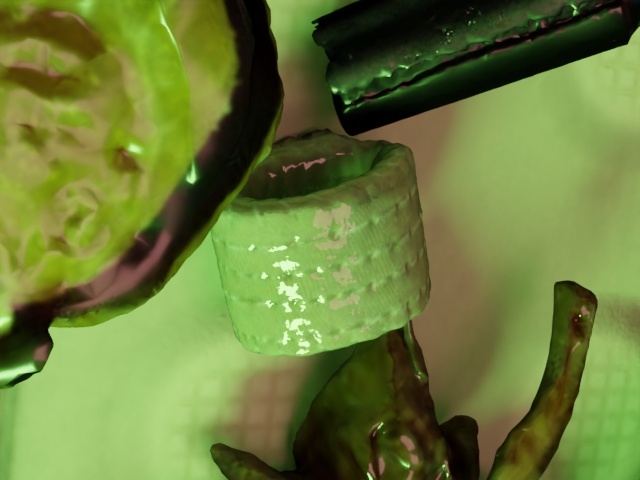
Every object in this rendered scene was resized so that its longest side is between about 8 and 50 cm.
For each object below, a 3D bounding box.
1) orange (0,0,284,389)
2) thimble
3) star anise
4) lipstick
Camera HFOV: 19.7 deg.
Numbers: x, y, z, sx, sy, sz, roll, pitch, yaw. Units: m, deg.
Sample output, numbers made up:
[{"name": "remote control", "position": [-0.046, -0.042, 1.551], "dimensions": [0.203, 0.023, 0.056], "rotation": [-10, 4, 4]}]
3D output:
[{"name": "orange", "position": [-0.207, -0.070, 0.767], "dimensions": [0.368, 0.210, 0.271], "rotation": [-29, 113, -17]}, {"name": "thimble", "position": [0.000, 0.000, 0.964], "dimensions": [0.115, 0.102, 0.090], "rotation": [-36, 122, -49]}, {"name": "star anise", "position": [0.032, 0.187, 1.028], "dimensions": [0.349, 0.109, 0.292], "rotation": [-25, 122, -20]}, {"name": "lipstick", "position": [0.195, -0.156, 0.945], "dimensions": [0.418, 0.077, 0.077], "rotation": [-20, 115, 7]}]
